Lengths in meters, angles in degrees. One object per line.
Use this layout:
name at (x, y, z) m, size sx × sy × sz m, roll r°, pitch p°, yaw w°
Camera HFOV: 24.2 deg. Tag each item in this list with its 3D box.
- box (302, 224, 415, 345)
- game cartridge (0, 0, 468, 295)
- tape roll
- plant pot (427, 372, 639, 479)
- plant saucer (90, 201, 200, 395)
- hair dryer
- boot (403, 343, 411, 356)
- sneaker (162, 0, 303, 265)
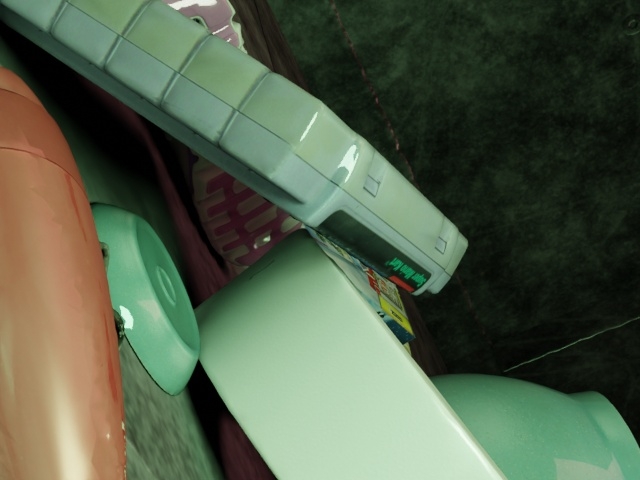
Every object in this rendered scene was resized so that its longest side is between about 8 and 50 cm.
box at (0.000, 0.000, 1.487) m, size 0.233 × 0.044 × 0.159 m, roll 41°, pitch 22°, yaw -45°
game cartridge at (-0.043, -0.064, 0.884) m, size 0.230 × 0.068 × 0.355 m, roll 39°, pitch 2°, yaw 20°
tape roll at (0.040, 0.131, 0.941) m, size 0.286 × 0.100 × 0.286 m, roll 52°, pitch 1°, yaw -1°
plant pot at (0.162, 0.231, 1.210) m, size 0.293 × 0.196 × 0.293 m, roll 162°, pitch -90°, yaw -82°
plant saucer at (-0.095, 0.029, 0.846) m, size 0.119 × 0.021 × 0.119 m, roll -23°, pitch 90°, yaw -84°
hair dryer at (-0.097, 0.026, 0.551) m, size 0.293 × 0.080 × 0.223 m, roll -104°, pitch 169°, yaw -59°
boot at (0.087, 0.198, 1.609) m, size 0.213 × 0.077 × 0.165 m, roll 55°, pitch 15°, yaw -65°
sneaker at (-0.085, -0.094, 1.155) m, size 0.104 × 0.095 × 0.236 m, roll 28°, pitch -37°, yaw 62°
